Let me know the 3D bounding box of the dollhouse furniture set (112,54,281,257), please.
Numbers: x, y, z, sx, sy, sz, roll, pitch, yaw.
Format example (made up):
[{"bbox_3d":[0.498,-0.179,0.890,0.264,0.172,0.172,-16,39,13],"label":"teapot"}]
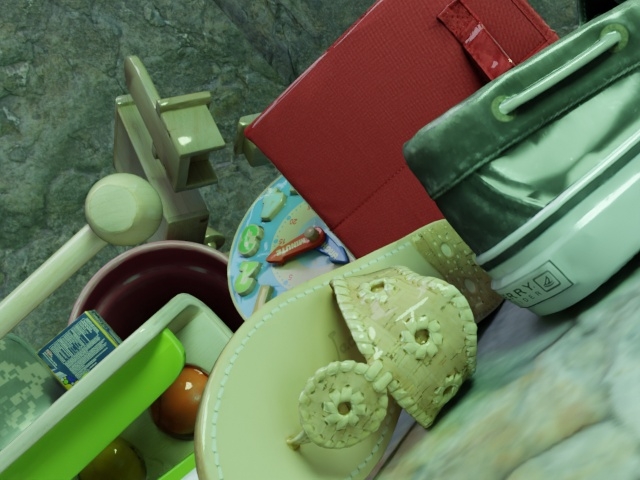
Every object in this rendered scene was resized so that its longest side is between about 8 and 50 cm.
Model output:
[{"bbox_3d":[-0.040,-0.109,1.001,0.356,0.173,0.303,-16,-28,-24],"label":"dollhouse furniture set"}]

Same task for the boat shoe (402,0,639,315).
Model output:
[{"bbox_3d":[0.180,-0.112,0.418,0.335,0.119,0.121,-42,2,-19],"label":"boat shoe"}]

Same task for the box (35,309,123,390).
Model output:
[{"bbox_3d":[-0.155,0.137,0.720,0.054,0.169,0.059,-41,2,-8],"label":"box"}]

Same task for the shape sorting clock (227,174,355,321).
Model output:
[{"bbox_3d":[0.000,0.000,0.811,0.206,0.206,0.040,-41,-39,7],"label":"shape sorting clock"}]

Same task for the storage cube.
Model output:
[{"bbox_3d":[0.090,-0.084,0.635,0.193,0.183,0.215,-41,2,17],"label":"storage cube"}]

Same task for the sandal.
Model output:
[{"bbox_3d":[0.041,0.034,0.399,0.079,0.088,0.240,-40,-4,41],"label":"sandal"}]

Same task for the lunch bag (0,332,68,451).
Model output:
[{"bbox_3d":[-0.332,0.265,0.802,0.305,0.212,0.256,-39,-16,-29],"label":"lunch bag"}]

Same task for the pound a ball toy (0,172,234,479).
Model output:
[{"bbox_3d":[-0.166,0.126,0.597,0.319,0.208,0.136,-42,2,9],"label":"pound a ball toy"}]

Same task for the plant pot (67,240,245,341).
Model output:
[{"bbox_3d":[-0.150,0.125,0.912,0.201,0.201,0.180,-42,-14,-18],"label":"plant pot"}]

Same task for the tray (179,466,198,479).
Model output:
[{"bbox_3d":[-0.136,0.197,0.385,0.270,0.030,0.145,-39,4,7],"label":"tray"}]
